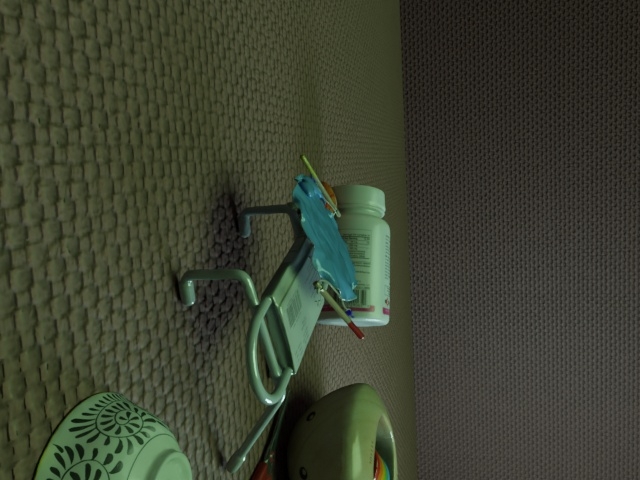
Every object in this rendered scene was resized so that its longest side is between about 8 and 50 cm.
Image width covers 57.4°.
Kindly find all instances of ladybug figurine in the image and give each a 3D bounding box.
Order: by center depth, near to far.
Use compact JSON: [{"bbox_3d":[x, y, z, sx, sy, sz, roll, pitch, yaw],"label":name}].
[{"bbox_3d":[0.049,0.445,1.134,0.449,0.161,0.305,68,25,-51],"label":"ladybug figurine"}]

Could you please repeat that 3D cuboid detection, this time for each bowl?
[{"bbox_3d":[-0.166,0.222,0.517,0.170,0.080,0.170,-2,90,-75],"label":"bowl"}]

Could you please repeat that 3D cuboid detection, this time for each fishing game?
[{"bbox_3d":[0.000,0.000,0.803,0.189,0.041,0.264,53,20,-44],"label":"fishing game"}]

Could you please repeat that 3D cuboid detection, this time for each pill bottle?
[{"bbox_3d":[0.068,0.035,1.244,0.160,0.160,0.283,41,50,-70],"label":"pill bottle"}]

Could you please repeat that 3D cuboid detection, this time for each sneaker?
[{"bbox_3d":[-0.007,-0.060,1.167,0.067,0.064,0.175,59,29,-43],"label":"sneaker"}]

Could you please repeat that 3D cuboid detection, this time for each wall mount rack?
[{"bbox_3d":[-0.072,0.128,0.806,0.350,0.130,0.304,-61,143,-61],"label":"wall mount rack"}]

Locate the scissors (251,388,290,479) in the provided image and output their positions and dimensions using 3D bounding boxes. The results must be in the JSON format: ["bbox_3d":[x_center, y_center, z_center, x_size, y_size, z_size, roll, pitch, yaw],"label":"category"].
[{"bbox_3d":[-0.086,0.364,0.925,0.297,0.021,0.109,-60,143,-64],"label":"scissors"}]
